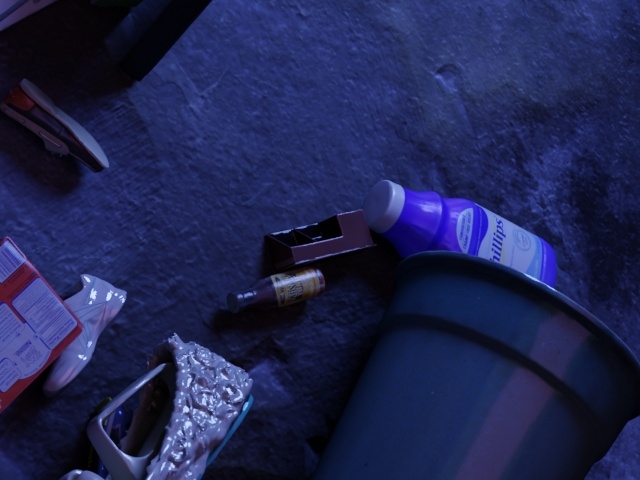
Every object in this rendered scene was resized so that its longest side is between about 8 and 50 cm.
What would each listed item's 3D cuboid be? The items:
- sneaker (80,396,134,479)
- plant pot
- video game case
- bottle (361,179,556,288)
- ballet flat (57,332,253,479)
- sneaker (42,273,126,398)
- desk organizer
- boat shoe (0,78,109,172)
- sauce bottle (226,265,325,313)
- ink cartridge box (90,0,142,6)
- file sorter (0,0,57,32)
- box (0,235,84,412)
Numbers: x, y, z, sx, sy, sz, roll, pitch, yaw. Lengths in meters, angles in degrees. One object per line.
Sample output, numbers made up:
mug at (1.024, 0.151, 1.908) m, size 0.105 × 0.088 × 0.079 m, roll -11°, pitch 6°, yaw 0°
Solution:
sneaker at (-0.223, 0.244, 1.486) m, size 0.059 × 0.053 × 0.144 m, roll 24°, pitch 66°, yaw -31°
plant pot at (0.157, 0.245, 1.606) m, size 0.341 × 0.341 × 0.334 m, roll 42°, pitch 65°, yaw -20°
video game case at (-0.103, -0.323, 1.580) m, size 0.035 × 0.275 × 0.248 m, roll 41°, pitch 57°, yaw -10°
bottle at (0.182, 0.006, 1.813) m, size 0.282 × 0.092 × 0.118 m, roll 26°, pitch 60°, yaw -28°
ballet flat at (-0.198, 0.247, 1.382) m, size 0.147 × 0.147 × 0.409 m, roll 47°, pitch 38°, yaw -16°
sneaker at (-0.269, 0.102, 1.495) m, size 0.061 × 0.053 × 0.152 m, roll 35°, pitch 54°, yaw -13°
desk organizer at (0.000, 0.000, 1.714) m, size 0.130 × 0.047 × 0.050 m, roll -13°, pitch 83°, yaw -37°
boat shoe at (-0.294, -0.120, 1.537) m, size 0.043 × 0.049 × 0.137 m, roll -43°, pitch 112°, yaw 9°
sauce bottle at (-0.054, 0.062, 1.662) m, size 0.128 × 0.042 × 0.042 m, roll -17°, pitch 88°, yaw -37°
ink cartridge box at (-0.196, -0.351, 1.561) m, size 0.062 × 0.209 × 0.109 m, roll -2°, pitch 79°, yaw -36°
file sorter at (-0.367, -0.322, 1.455) m, size 0.277 × 0.173 × 0.193 m, roll -39°, pitch 102°, yaw -36°
box at (-0.376, 0.129, 1.360) m, size 0.128 × 0.122 × 0.257 m, roll 52°, pitch 55°, yaw -14°
